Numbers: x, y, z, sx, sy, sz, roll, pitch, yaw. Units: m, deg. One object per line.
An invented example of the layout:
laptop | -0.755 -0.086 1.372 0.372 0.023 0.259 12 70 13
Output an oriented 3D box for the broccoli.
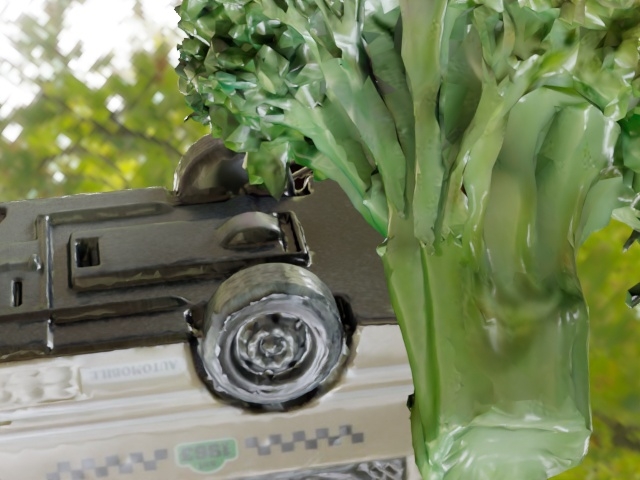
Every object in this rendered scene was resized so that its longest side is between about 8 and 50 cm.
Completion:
broccoli | 0.051 -0.022 0.461 0.194 0.220 0.194 -32 -130 48

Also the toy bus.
toy bus | -0.100 0.061 0.624 0.290 0.157 0.139 -7 -151 -8

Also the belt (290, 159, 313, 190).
belt | 0.000 0.000 1.295 0.347 0.117 0.212 -27 -160 14
